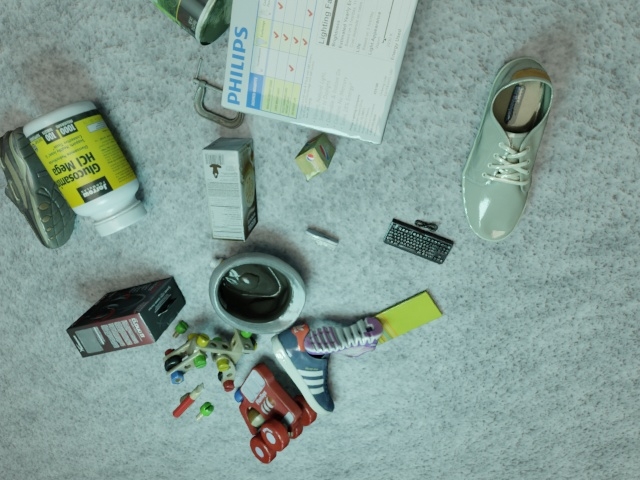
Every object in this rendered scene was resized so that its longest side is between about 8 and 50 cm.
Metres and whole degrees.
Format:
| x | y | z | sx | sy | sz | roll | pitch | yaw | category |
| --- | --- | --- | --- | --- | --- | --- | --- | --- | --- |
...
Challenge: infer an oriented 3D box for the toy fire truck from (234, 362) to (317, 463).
| x | y | z | sx | sy | sz | roll | pitch | yaw | category |
| --- | --- | --- | --- | --- | --- | --- | --- | --- | --- |
| -0.175 | 0.565 | 1.547 | 0.254 | 0.169 | 0.302 | 47 | 134 | 16 | toy fire truck |

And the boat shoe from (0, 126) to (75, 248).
| x | y | z | sx | sy | sz | roll | pitch | yaw | category |
| --- | --- | --- | --- | --- | --- | --- | --- | --- | --- |
| -0.833 | -0.149 | 1.365 | 0.130 | 0.132 | 0.355 | -2 | 105 | 21 | boat shoe |

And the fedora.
| x | y | z | sx | sy | sz | roll | pitch | yaw | category |
| --- | --- | --- | --- | --- | --- | --- | --- | --- | --- |
| -0.187 | 0.136 | 1.356 | 0.276 | 0.124 | 0.243 | 18 | 105 | -17 | fedora |

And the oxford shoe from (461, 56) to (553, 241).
| x | y | z | sx | sy | sz | roll | pitch | yaw | category |
| --- | --- | --- | --- | --- | --- | --- | --- | --- | --- |
| 0.441 | -0.195 | 1.114 | 0.169 | 0.130 | 0.448 | 6 | 116 | 5 | oxford shoe |

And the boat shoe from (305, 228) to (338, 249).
| x | y | z | sx | sy | sz | roll | pitch | yaw | category |
| --- | --- | --- | --- | --- | --- | --- | --- | --- | --- |
| 0.000 | 0.000 | 1.329 | 0.100 | 0.035 | 0.035 | 22 | 113 | -8 | boat shoe |

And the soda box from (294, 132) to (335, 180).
| x | y | z | sx | sy | sz | roll | pitch | yaw | category |
| --- | --- | --- | --- | --- | --- | --- | --- | --- | --- |
| -0.010 | -0.211 | 1.151 | 0.058 | 0.181 | 0.061 | -27 | 107 | 19 | soda box |

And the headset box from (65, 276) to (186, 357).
| x | y | z | sx | sy | sz | roll | pitch | yaw | category |
| --- | --- | --- | --- | --- | --- | --- | --- | --- | --- |
| -0.572 | 0.229 | 1.428 | 0.294 | 0.218 | 0.110 | -14 | 111 | 16 | headset box |

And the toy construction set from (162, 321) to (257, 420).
| x | y | z | sx | sy | sz | roll | pitch | yaw | category |
| --- | --- | --- | --- | --- | --- | --- | --- | --- | --- |
| -0.323 | 0.361 | 1.415 | 0.258 | 0.308 | 0.237 | 37 | 110 | -16 | toy construction set |

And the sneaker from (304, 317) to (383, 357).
| x | y | z | sx | sy | sz | roll | pitch | yaw | category |
| --- | --- | --- | --- | --- | --- | --- | --- | --- | --- |
| 0.070 | 0.307 | 1.385 | 0.237 | 0.095 | 0.104 | -9 | 130 | -7 | sneaker |

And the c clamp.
| x | y | z | sx | sy | sz | roll | pitch | yaw | category |
| --- | --- | --- | --- | --- | --- | --- | --- | --- | --- |
| -0.266 | -0.369 | 1.211 | 0.161 | 0.022 | 0.137 | 28 | 115 | -3 | c clamp |

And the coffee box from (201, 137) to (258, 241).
| x | y | z | sx | sy | sz | roll | pitch | yaw | category |
| --- | --- | --- | --- | --- | --- | --- | --- | --- | --- |
| -0.236 | -0.138 | 1.248 | 0.098 | 0.141 | 0.246 | 3 | 116 | 8 | coffee box |

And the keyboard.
| x | y | z | sx | sy | sz | roll | pitch | yaw | category |
| --- | --- | --- | --- | --- | --- | --- | --- | --- | --- |
| 0.274 | -0.006 | 1.286 | 0.180 | 0.023 | 0.108 | 21 | 116 | -1 | keyboard |

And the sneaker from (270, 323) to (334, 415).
| x | y | z | sx | sy | sz | roll | pitch | yaw | category |
| --- | --- | --- | --- | --- | --- | --- | --- | --- | --- |
| -0.012 | 0.406 | 1.472 | 0.148 | 0.131 | 0.350 | -31 | 117 | -2 | sneaker |

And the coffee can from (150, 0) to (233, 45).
| x | y | z | sx | sy | sz | roll | pitch | yaw | category |
| --- | --- | --- | --- | --- | --- | --- | --- | --- | --- |
| -0.310 | -0.599 | 1.015 | 0.275 | 0.201 | 0.201 | 38 | 115 | -8 | coffee can |

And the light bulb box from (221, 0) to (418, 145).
| x | y | z | sx | sy | sz | roll | pitch | yaw | category |
| --- | --- | --- | --- | --- | --- | --- | --- | --- | --- |
| 0.007 | -0.440 | 1.020 | 0.362 | 0.225 | 0.357 | 15 | 116 | 4 | light bulb box |

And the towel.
| x | y | z | sx | sy | sz | roll | pitch | yaw | category |
| --- | --- | --- | --- | --- | --- | --- | --- | --- | --- |
| 0.237 | 0.237 | 1.405 | 0.237 | 0.021 | 0.102 | -30 | 110 | 20 | towel |

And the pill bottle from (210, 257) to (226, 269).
| x | y | z | sx | sy | sz | roll | pitch | yaw | category |
| --- | --- | --- | --- | --- | --- | --- | --- | --- | --- |
| -0.289 | 0.081 | 1.408 | 0.083 | 0.043 | 0.043 | 24 | 116 | -2 | pill bottle |

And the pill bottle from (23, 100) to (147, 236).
| x | y | z | sx | sy | sz | roll | pitch | yaw | category |
| --- | --- | --- | --- | --- | --- | --- | --- | --- | --- |
| -0.618 | -0.188 | 1.262 | 0.188 | 0.188 | 0.333 | -19 | 110 | 17 | pill bottle |
